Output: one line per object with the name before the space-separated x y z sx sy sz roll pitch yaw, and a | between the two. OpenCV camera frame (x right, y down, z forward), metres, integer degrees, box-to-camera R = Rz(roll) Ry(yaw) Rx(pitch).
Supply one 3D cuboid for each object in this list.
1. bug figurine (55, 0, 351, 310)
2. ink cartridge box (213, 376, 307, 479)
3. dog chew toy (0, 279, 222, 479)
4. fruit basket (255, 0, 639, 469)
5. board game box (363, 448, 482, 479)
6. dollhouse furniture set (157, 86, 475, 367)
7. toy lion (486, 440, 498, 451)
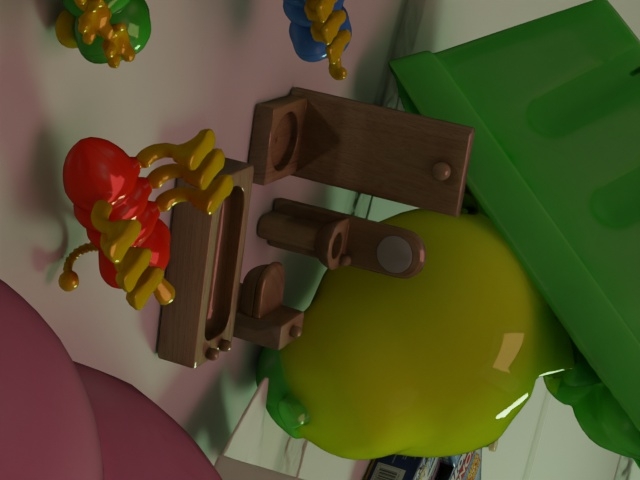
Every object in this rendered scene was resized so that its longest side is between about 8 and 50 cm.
bug figurine | -0.058 -0.109 0.722 0.279 0.072 0.216 -53 145 -36
ink cartridge box | -0.046 0.279 0.877 0.207 0.119 0.353 96 13 -45
dog chew toy | -0.149 0.094 0.463 0.206 0.207 0.332 -65 150 -26
fruit basket | 0.138 0.049 1.066 0.283 0.392 0.392 52 55 -70
board game box | 0.105 0.221 1.404 0.194 0.060 0.194 75 36 -53
dollhouse furniture set | 0.000 0.000 0.875 0.151 0.123 0.144 -29 130 -63
toy lion | 0.185 0.173 1.629 0.100 0.034 0.096 71 31 -57
